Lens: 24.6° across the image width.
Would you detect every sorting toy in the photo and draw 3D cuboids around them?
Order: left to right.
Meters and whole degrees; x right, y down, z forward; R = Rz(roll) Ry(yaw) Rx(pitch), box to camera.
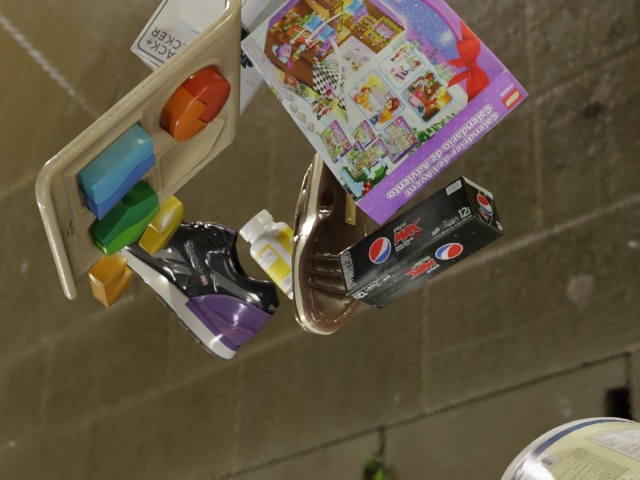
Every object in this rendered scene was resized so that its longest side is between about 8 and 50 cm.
[{"bbox_3d":[-0.134,-0.048,1.212,0.229,0.041,0.307,-48,-12,-19],"label":"sorting toy"}]

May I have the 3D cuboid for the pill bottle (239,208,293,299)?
[{"bbox_3d":[-0.053,0.017,1.956,0.065,0.116,0.065,-41,-3,-3],"label":"pill bottle"}]

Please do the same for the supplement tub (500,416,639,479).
[{"bbox_3d":[0.312,0.296,1.288,0.325,0.235,0.235,13,82,69],"label":"supplement tub"}]

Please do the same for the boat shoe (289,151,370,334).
[{"bbox_3d":[0.007,0.003,1.749,0.095,0.095,0.257,-36,36,53],"label":"boat shoe"}]

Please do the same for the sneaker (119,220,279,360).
[{"bbox_3d":[-0.169,0.006,1.819,0.124,0.283,0.107,-44,4,8],"label":"sneaker"}]

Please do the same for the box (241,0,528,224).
[{"bbox_3d":[0.058,-0.181,1.540,0.201,0.057,0.293,-41,50,9],"label":"box"}]

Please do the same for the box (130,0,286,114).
[{"bbox_3d":[-0.081,-0.290,1.695,0.087,0.169,0.290,32,87,20],"label":"box"}]

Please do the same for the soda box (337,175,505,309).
[{"bbox_3d":[0.101,0.004,1.499,0.169,0.060,0.053,-32,53,27],"label":"soda box"}]
